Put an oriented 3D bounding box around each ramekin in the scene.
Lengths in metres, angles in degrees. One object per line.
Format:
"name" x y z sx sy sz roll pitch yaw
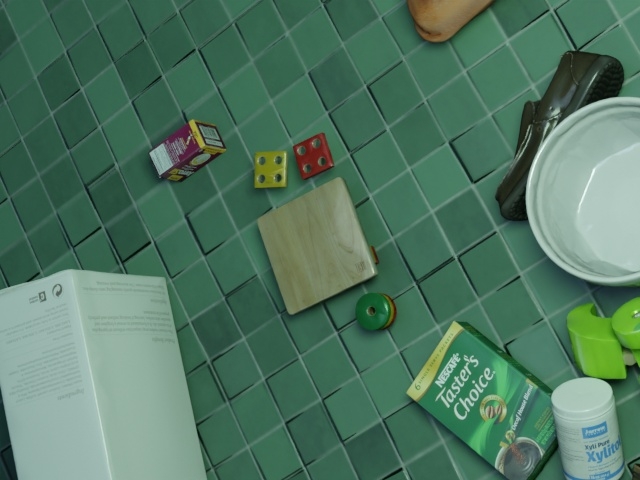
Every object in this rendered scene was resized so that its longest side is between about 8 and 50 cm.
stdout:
"ramekin" 0.341 -0.045 1.664 0.207 0.109 0.207 -8 74 30

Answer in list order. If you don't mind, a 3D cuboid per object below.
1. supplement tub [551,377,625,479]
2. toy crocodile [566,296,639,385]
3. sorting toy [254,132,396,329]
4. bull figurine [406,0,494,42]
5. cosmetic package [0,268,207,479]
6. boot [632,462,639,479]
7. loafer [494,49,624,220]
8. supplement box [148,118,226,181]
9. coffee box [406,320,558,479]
"supplement tub" 0.296 0.214 1.683 0.071 0.071 0.107 2 121 30
"toy crocodile" 0.426 0.088 1.629 0.340 0.105 0.115 -17 119 27
"sorting toy" 0.000 0.000 1.903 0.132 0.046 0.274 -27 75 26
"bull figurine" 0.211 -0.369 1.779 0.310 0.101 0.188 -36 66 20
"cosmetic package" -0.277 0.241 1.951 0.156 0.217 0.385 -17 76 27
"boot" 0.405 0.337 1.631 0.219 0.082 0.106 36 102 25
"loafer" 0.265 -0.123 1.751 0.078 0.080 0.220 38 99 39
"supplement box" -0.176 -0.118 2.006 0.083 0.055 0.043 -33 71 25
"coffee box" 0.200 0.190 1.779 0.184 0.040 0.113 40 106 25
